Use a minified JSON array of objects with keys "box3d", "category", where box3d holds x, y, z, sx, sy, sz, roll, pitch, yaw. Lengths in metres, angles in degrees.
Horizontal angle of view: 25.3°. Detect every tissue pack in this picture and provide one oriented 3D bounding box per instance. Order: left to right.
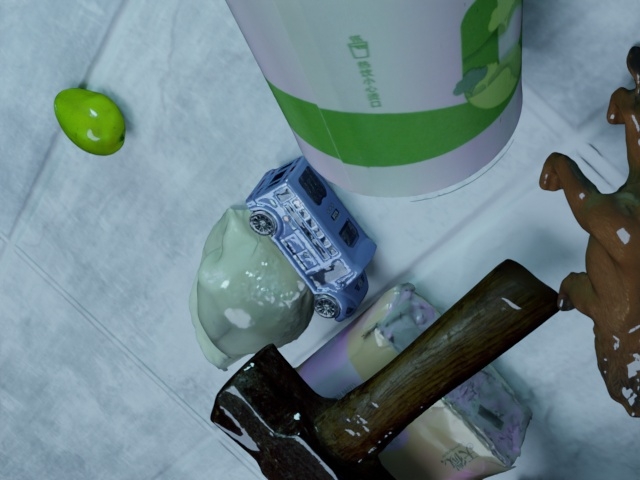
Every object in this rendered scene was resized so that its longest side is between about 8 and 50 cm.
[{"box3d":[0.088,0.181,1.544,0.215,0.123,0.256,45,141,-1],"category":"tissue pack"}]

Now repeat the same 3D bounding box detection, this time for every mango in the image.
[{"box3d":[-0.263,-0.136,1.612,0.108,0.056,0.073,37,147,33],"category":"mango"}]

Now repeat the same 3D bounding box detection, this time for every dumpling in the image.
[{"box3d":[-0.083,0.044,1.588,0.216,0.126,0.166,109,137,-70],"category":"dumpling"}]

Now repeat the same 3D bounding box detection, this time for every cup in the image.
[{"box3d":[0.040,-0.184,1.043,0.253,0.253,0.274,24,151,28],"category":"cup"}]

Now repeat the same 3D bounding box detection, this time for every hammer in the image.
[{"box3d":[0.075,0.144,1.375,0.242,0.095,0.409,47,133,2],"category":"hammer"}]

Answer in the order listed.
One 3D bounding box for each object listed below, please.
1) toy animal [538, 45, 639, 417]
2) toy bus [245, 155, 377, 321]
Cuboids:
[{"box3d":[0.248,0.021,1.126,0.158,0.097,0.312,-114,9,-46],"category":"toy animal"},{"box3d":[0.000,0.000,1.460,0.076,0.073,0.167,-28,109,33],"category":"toy bus"}]
